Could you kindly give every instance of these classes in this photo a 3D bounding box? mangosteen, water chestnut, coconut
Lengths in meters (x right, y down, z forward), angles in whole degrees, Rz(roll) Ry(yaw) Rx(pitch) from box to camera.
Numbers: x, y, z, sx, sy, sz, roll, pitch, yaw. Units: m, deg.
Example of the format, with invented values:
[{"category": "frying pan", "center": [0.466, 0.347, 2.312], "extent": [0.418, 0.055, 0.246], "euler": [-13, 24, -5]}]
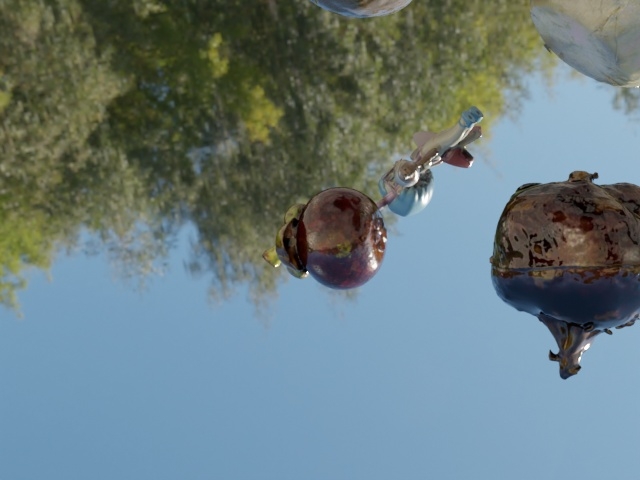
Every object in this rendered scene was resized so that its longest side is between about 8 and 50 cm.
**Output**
[{"category": "mangosteen", "center": [0.007, -0.010, 1.390], "extent": [0.181, 0.156, 0.146], "euler": [14, -103, 32]}, {"category": "water chestnut", "center": [0.450, 0.064, 1.633], "extent": [0.335, 0.347, 0.335], "euler": [4, 172, 1]}, {"category": "coconut", "center": [0.381, -0.309, 1.142], "extent": [0.230, 0.227, 0.227], "euler": [-48, -148, -3]}]

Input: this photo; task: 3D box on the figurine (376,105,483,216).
[{"category": "figurine", "center": [0.194, -0.129, 1.720], "extent": [0.260, 0.103, 0.205], "euler": [-45, -173, 37]}]

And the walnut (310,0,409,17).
[{"category": "walnut", "center": [0.068, -0.414, 1.265], "extent": [0.248, 0.248, 0.248], "euler": [-7, -156, 3]}]
